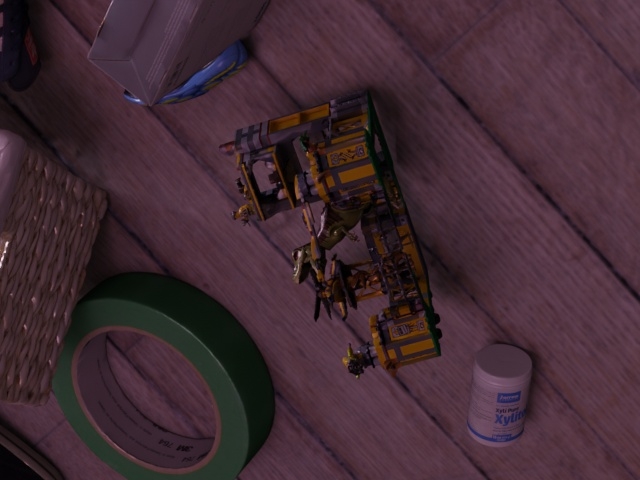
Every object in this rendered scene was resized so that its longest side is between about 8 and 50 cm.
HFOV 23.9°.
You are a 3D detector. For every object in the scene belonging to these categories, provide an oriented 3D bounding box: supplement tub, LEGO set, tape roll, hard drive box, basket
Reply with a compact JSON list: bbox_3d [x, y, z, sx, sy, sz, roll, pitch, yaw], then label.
[{"bbox_3d":[0.212,0.185,1.792,0.071,0.071,0.107,17,127,21],"label":"supplement tub"},{"bbox_3d":[0.000,0.000,1.680,0.192,0.255,0.331,-16,124,8],"label":"LEGO set"},{"bbox_3d":[-0.219,0.199,2.057,0.321,0.077,0.321,15,124,22],"label":"tape roll"},{"bbox_3d":[-0.122,-0.273,1.600,0.089,0.232,0.181,38,130,6],"label":"hard drive box"},{"bbox_3d":[-0.496,0.021,1.906,0.331,0.266,0.328,13,82,23],"label":"basket"}]

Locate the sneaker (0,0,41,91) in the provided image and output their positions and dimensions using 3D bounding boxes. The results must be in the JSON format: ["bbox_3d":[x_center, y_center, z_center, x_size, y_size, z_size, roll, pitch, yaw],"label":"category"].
[{"bbox_3d":[-0.392,-0.275,1.849,0.148,0.131,0.350,28,126,-14],"label":"sneaker"}]

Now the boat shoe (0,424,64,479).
[{"bbox_3d":[-0.621,0.303,2.288,0.500,0.156,0.187,36,132,0],"label":"boat shoe"}]

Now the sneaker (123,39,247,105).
[{"bbox_3d":[-0.161,-0.209,1.785,0.188,0.067,0.078,-23,84,40],"label":"sneaker"}]
